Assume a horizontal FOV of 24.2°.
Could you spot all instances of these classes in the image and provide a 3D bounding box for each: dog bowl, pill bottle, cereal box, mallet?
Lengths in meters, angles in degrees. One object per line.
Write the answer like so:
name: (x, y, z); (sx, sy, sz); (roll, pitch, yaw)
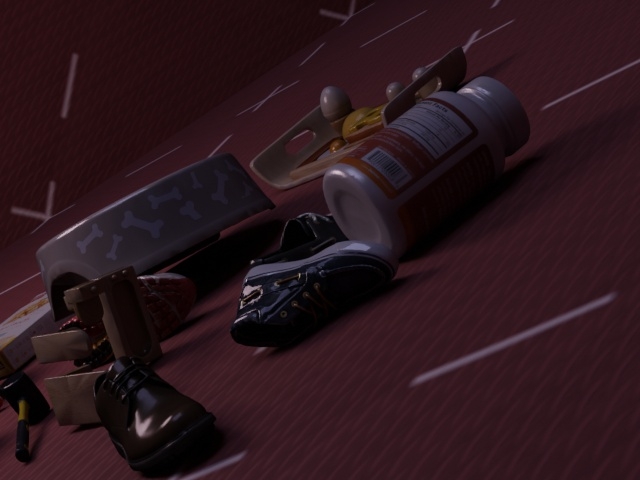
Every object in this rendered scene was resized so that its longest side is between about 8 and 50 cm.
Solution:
dog bowl: (-0.237, -0.010, 2.076); (0.349, 0.102, 0.349); (-27, 0, 0)
pill bottle: (0.118, -0.082, 1.597); (0.216, 0.121, 0.121); (-36, 13, -22)
cereal box: (-0.455, 0.140, 2.313); (0.173, 0.047, 0.240); (-21, 16, 41)
mallet: (-0.346, 0.222, 1.769); (0.039, 0.062, 0.189); (-33, 27, 1)

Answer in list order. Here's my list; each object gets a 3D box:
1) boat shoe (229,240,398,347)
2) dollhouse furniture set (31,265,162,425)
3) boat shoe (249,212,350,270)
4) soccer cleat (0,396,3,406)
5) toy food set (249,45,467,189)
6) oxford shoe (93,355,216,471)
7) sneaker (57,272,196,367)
boat shoe: (-0.006, 0.060, 1.508); (0.183, 0.065, 0.083); (-15, 41, 32)
dollhouse furniture set: (-0.226, 0.112, 1.692); (0.151, 0.144, 0.123); (-23, 8, -42)
boat shoe: (0.000, 0.000, 1.673); (0.084, 0.079, 0.233); (-24, 13, 40)
soccer cleat: (-0.463, 0.230, 2.024); (0.083, 0.029, 0.035); (-34, 15, 15)
toy food set: (0.055, -0.194, 2.270); (0.306, 0.092, 0.220); (-20, 17, 47)
oxford shoe: (-0.170, 0.160, 1.415); (0.083, 0.096, 0.227); (-35, 14, -24)
sneaker: (-0.239, 0.086, 1.899); (0.225, 0.088, 0.093); (-22, 14, 38)
